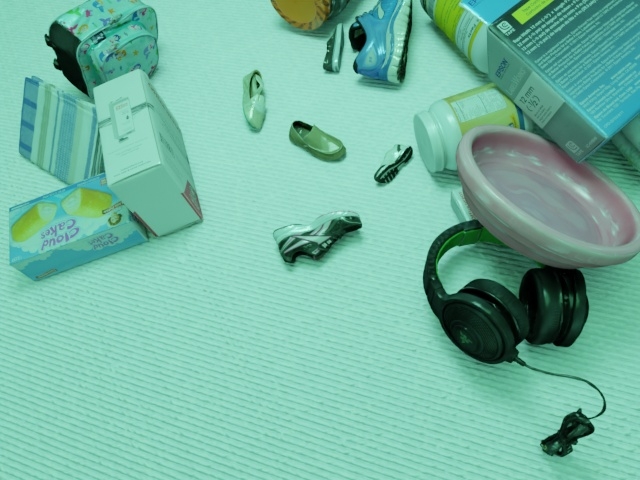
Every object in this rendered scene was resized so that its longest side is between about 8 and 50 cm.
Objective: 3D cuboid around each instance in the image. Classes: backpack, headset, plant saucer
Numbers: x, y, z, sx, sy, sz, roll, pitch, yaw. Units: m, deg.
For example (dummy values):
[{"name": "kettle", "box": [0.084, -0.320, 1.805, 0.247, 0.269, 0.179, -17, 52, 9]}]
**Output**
[{"name": "backpack", "box": [-0.511, -0.491, 1.321, 0.191, 0.225, 0.254, 35, 67, 2]}, {"name": "headset", "box": [0.318, 0.139, 0.879, 0.243, 0.185, 0.394, -11, 49, -10]}, {"name": "plant saucer", "box": [0.371, -0.069, 0.897, 0.331, 0.084, 0.332, 13, 40, -12]}]

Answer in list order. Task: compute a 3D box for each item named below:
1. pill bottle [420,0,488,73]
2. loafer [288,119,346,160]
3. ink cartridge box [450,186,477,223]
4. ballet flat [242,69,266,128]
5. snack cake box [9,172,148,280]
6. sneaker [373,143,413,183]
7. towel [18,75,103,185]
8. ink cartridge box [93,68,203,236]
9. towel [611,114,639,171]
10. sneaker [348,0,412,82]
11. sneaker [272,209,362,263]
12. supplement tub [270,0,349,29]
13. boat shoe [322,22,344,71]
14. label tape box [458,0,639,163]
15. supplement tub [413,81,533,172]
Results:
[{"name": "pill bottle", "box": [0.376, -0.490, 1.168, 0.187, 0.188, 0.334, -26, 61, -4]}, {"name": "loafer", "box": [-0.012, -0.221, 1.174, 0.148, 0.050, 0.056, 24, 69, 22]}, {"name": "ink cartridge box", "box": [0.323, -0.070, 1.027, 0.122, 0.052, 0.089, -19, 60, -1]}, {"name": "ballet flat", "box": [-0.155, -0.339, 1.256, 0.052, 0.057, 0.168, -34, 53, 33]}, {"name": "snack cake box", "box": [-0.521, -0.035, 1.148, 0.264, 0.089, 0.152, -20, 59, 0]}, {"name": "sneaker", "box": [0.147, -0.162, 1.124, 0.109, 0.040, 0.043, -44, 47, -18]}, {"name": "towel", "box": [-0.608, -0.251, 1.254, 0.285, 0.034, 0.209, 26, 111, 24]}, {"name": "ink cartridge box", "box": [-0.363, -0.183, 1.130, 0.117, 0.207, 0.283, -22, 59, 1]}, {"name": "towel", "box": [0.696, -0.310, 1.049, 0.320, 0.090, 0.375, -17, 54, 1]}, {"name": "sneaker", "box": [0.142, -0.523, 1.264, 0.147, 0.130, 0.330, 6, 63, 11]}, {"name": "sneaker", "box": [0.000, 0.000, 1.052, 0.178, 0.072, 0.077, -18, 72, 10]}, {"name": "supplement tub", "box": [0.019, -0.708, 1.342, 0.207, 0.207, 0.338, 22, 67, 21]}, {"name": "boat shoe", "box": [0.032, -0.475, 1.305, 0.040, 0.049, 0.142, 2, 65, 12]}, {"name": "label tape box", "box": [0.446, -0.350, 0.960, 0.249, 0.115, 0.348, -38, 76, -9]}, {"name": "supplement tub", "box": [0.300, -0.225, 1.063, 0.199, 0.144, 0.144, -19, 60, 1]}]
